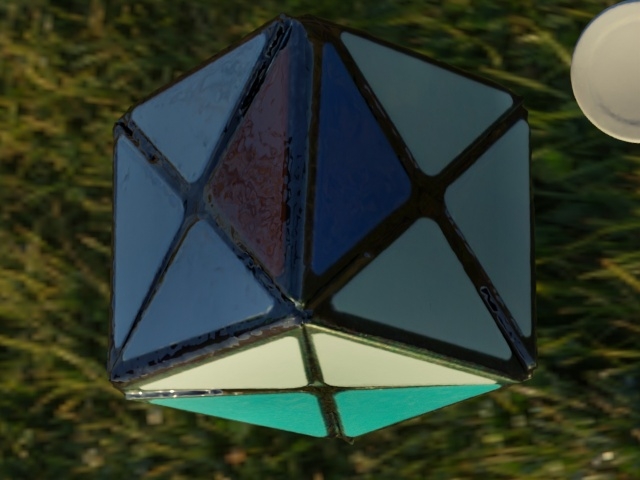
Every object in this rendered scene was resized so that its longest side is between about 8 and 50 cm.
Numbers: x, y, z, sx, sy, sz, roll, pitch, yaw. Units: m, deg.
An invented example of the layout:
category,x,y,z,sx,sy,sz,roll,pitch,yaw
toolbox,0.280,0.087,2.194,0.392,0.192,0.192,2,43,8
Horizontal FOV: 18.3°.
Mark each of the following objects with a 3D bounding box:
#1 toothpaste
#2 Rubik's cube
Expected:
category,x,y,z,sx,sy,sz,roll,pitch,yaw
toothpaste,0.174,-0.079,0.900,0.061,0.266,0.096,-22,87,23
Rubik's cube,0.000,-0.001,1.529,0.248,0.246,0.250,-22,61,48
